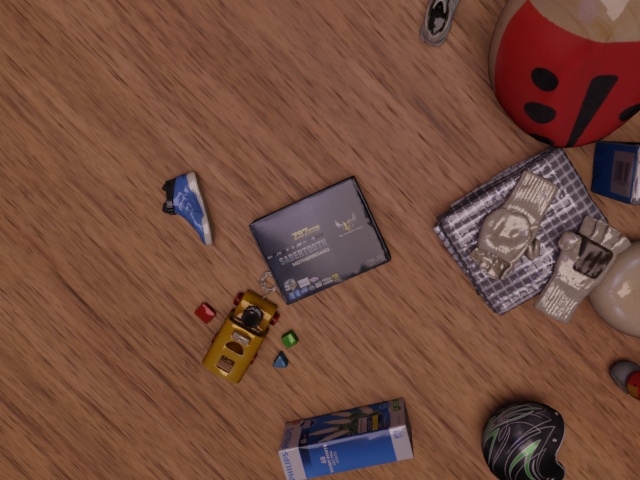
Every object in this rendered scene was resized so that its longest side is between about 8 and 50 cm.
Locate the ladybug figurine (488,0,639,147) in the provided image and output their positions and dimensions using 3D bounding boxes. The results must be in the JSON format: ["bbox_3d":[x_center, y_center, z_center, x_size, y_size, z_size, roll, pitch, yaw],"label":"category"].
[{"bbox_3d":[0.436,-0.294,1.227,0.305,0.449,0.162,-2,63,3],"label":"ladybug figurine"}]

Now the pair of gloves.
[{"bbox_3d":[0.407,0.014,1.351,0.240,0.042,0.204,36,100,0],"label":"pair of gloves"}]

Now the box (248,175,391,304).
[{"bbox_3d":[0.000,0.000,1.492,0.233,0.059,0.183,-23,97,8],"label":"box"}]

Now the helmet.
[{"bbox_3d":[0.404,0.400,1.488,0.169,0.169,0.161,-17,116,8],"label":"helmet"}]

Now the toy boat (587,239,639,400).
[{"bbox_3d":[0.624,0.153,1.438,0.267,0.148,0.318,4,96,-7],"label":"toy boat"}]

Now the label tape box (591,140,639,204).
[{"bbox_3d":[0.683,-0.114,1.323,0.334,0.240,0.106,3,100,3],"label":"label tape box"}]

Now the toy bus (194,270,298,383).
[{"bbox_3d":[-0.156,0.188,1.519,0.191,0.104,0.202,-16,100,7],"label":"toy bus"}]

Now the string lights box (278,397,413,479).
[{"bbox_3d":[0.054,0.407,1.531,0.260,0.133,0.076,-13,100,7],"label":"string lights box"}]

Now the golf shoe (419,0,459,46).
[{"bbox_3d":[0.229,-0.447,1.372,0.069,0.086,0.176,11,100,4],"label":"golf shoe"}]

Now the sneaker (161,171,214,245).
[{"bbox_3d":[-0.269,-0.055,1.502,0.085,0.058,0.152,-16,95,2],"label":"sneaker"}]

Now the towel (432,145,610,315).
[{"bbox_3d":[0.387,-0.015,1.427,0.284,0.121,0.235,-33,96,10],"label":"towel"}]
